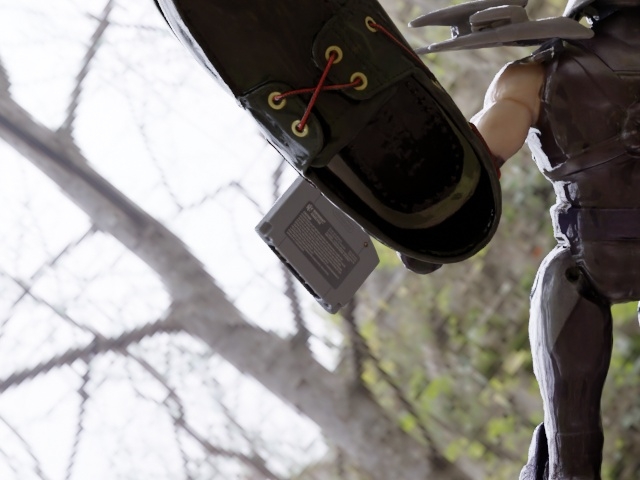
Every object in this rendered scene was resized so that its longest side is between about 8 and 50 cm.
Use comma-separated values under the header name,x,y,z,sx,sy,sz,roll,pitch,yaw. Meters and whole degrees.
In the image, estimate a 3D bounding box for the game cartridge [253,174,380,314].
name,x,y,z,sx,sy,sz,roll,pitch,yaw
game cartridge,0.000,0.000,1.189,0.056,0.017,0.083,-48,-61,-15

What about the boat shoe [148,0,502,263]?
name,x,y,z,sx,sy,sz,roll,pitch,yaw
boat shoe,0.004,-0.043,0.504,0.049,0.042,0.133,-41,-55,8

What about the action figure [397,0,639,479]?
name,x,y,z,sx,sy,sz,roll,pitch,yaw
action figure,0.110,0.016,0.703,0.099,0.185,0.285,116,152,-86
